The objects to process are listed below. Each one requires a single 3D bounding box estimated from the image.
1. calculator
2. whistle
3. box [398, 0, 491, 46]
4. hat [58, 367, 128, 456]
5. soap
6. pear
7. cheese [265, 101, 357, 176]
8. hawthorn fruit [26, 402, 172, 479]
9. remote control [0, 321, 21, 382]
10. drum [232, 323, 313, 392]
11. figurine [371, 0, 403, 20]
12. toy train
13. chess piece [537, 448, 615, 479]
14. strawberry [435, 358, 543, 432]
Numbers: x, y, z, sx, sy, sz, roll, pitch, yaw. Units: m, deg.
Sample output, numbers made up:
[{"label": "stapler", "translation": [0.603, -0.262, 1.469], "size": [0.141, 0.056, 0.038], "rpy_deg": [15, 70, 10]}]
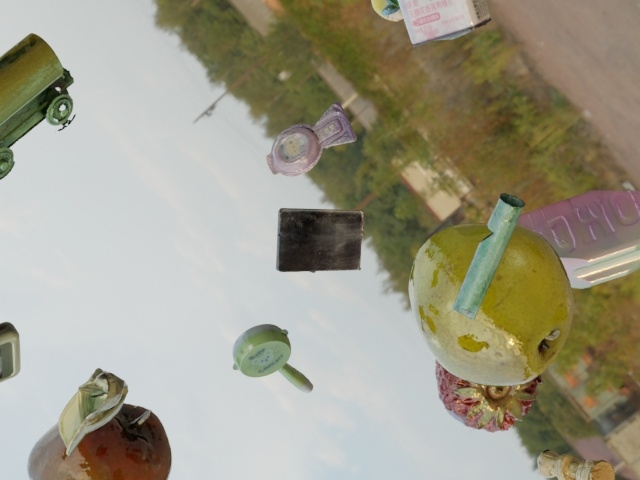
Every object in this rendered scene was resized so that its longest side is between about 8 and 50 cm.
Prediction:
[{"label": "calculator", "translation": [0.000, 0.000, 2.147], "size": [0.261, 0.161, 0.021], "rpy_deg": [2, -176, -35]}, {"label": "whistle", "translation": [0.226, 0.025, 1.172], "size": [0.039, 0.186, 0.039], "rpy_deg": [13, -152, -7]}, {"label": "box", "translation": [0.251, -0.641, 1.978], "size": [0.112, 0.190, 0.370], "rpy_deg": [-38, -66, -46]}, {"label": "hat", "translation": [-0.379, 0.288, 1.440], "size": [0.081, 0.166, 0.122], "rpy_deg": [30, -178, -29]}, {"label": "soap", "translation": [0.603, -0.010, 1.879], "size": [0.109, 0.323, 0.193], "rpy_deg": [60, -163, -45]}, {"label": "pear", "translation": [0.295, 0.110, 1.483], "size": [0.294, 0.294, 0.294], "rpy_deg": [47, -170, -11]}, {"label": "cheese", "translation": [-0.025, -0.195, 1.721], "size": [0.105, 0.191, 0.042], "rpy_deg": [64, -165, 18]}, {"label": "hawthorn fruit", "translation": [-0.432, 0.452, 1.768], "size": [0.268, 0.301, 0.268], "rpy_deg": [46, -170, -10]}, {"label": "remote control", "translation": [-0.689, 0.246, 1.555], "size": [0.296, 0.140, 0.056], "rpy_deg": [-22, -128, -35]}, {"label": "drum", "translation": [-0.071, 0.238, 1.743], "size": [0.253, 0.130, 0.049], "rpy_deg": [26, -156, -44]}, {"label": "figurine", "translation": [0.229, -0.636, 2.238], "size": [0.234, 0.185, 0.127], "rpy_deg": [107, 162, -79]}, {"label": "toy train", "translation": [-0.576, -0.244, 1.592], "size": [0.126, 0.307, 0.189], "rpy_deg": [35, 153, 12]}, {"label": "chess piece", "translation": [0.433, 0.397, 1.497], "size": [0.060, 0.060, 0.172], "rpy_deg": [47, 162, -13]}, {"label": "strawberry", "translation": [0.318, 0.267, 1.746], "size": [0.205, 0.205, 0.244], "rpy_deg": [47, 180, -13]}]
